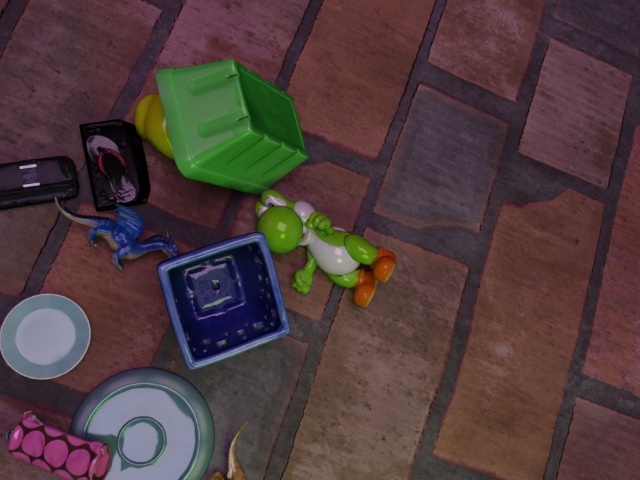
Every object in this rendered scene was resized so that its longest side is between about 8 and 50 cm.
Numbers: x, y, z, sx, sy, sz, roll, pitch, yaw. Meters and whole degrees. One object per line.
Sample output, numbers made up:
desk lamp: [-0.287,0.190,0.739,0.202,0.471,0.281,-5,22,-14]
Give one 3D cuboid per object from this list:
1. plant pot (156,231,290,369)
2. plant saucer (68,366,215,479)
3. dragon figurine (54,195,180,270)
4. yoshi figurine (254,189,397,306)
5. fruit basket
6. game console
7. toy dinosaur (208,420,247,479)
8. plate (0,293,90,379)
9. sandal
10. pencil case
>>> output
plant pot: [-0.222,0.117,1.356,0.236,0.212,0.236,-18,99,-16]
plant saucer: [-0.392,0.440,1.353,0.317,0.044,0.317,3,78,-12]
dragon figurine: [-0.456,-0.029,1.409,0.289,0.085,0.144,44,73,-11]
yoshi figurine: [-0.012,0.019,1.458,0.362,0.203,0.203,32,79,-1]
fruit basket: [-0.264,-0.245,1.415,0.392,0.392,0.283,-12,80,-15]
game console: [-0.594,-0.163,1.443,0.361,0.044,0.213,-11,80,-16]
toy dinosaur: [-0.194,0.525,1.378,0.112,0.064,0.211,-17,91,-34]
plate: [-0.608,0.212,1.365,0.188,0.024,0.188,3,78,-13]
sandal: [-0.480,-0.172,1.427,0.067,0.040,0.179,-29,85,-18]
pencil case: [-0.532,0.428,1.265,0.209,0.095,0.098,16,85,10]
